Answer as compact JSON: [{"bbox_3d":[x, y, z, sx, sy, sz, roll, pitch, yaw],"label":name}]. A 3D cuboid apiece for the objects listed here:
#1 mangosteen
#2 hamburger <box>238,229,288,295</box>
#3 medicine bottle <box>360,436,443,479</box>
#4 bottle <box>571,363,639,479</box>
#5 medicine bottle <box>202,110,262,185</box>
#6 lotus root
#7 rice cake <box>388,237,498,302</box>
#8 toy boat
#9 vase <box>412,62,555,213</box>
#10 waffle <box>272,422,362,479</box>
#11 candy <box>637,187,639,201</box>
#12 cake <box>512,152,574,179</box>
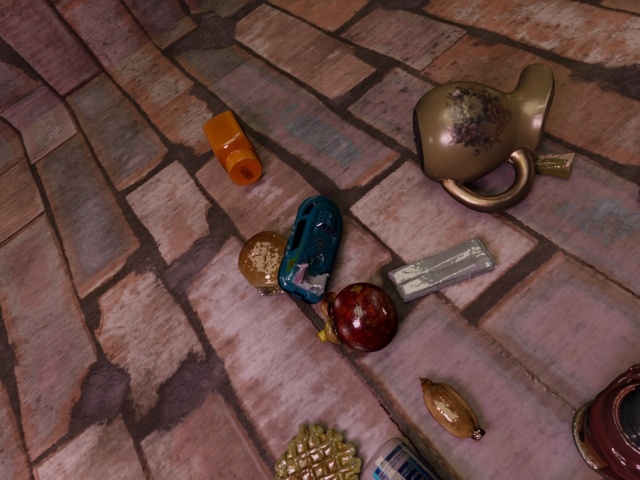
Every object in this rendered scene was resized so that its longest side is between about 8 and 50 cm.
[{"bbox_3d":[0.080,0.171,0.890,0.146,0.181,0.155,-7,65,-35],"label":"mangosteen"},{"bbox_3d":[-0.111,0.051,1.023,0.185,0.131,0.159,-22,57,1],"label":"hamburger"},{"bbox_3d":[0.166,0.438,0.688,0.107,0.107,0.191,-46,56,-11],"label":"medicine bottle"},{"bbox_3d":[0.463,0.266,0.587,0.143,0.271,0.156,-11,56,13],"label":"bottle"},{"bbox_3d":[-0.264,-0.277,1.275,0.112,0.149,0.222,-31,54,0],"label":"medicine bottle"},{"bbox_3d":[0.236,0.313,0.770,0.072,0.063,0.152,-11,41,-35],"label":"lotus root"},{"bbox_3d":[0.271,0.067,0.928,0.226,0.040,0.085,-21,55,6],"label":"rice cake"},{"bbox_3d":[0.000,0.000,0.985,0.092,0.134,0.298,-37,30,48],"label":"toy boat"},{"bbox_3d":[0.388,-0.222,0.972,0.303,0.241,0.329,-10,79,9],"label":"vase"},{"bbox_3d":[-0.011,0.454,0.787,0.169,0.036,0.183,10,62,27],"label":"waffle"},{"bbox_3d":[0.766,-0.165,0.839,0.185,0.137,0.195,14,67,27],"label":"candy"},{"bbox_3d":[0.540,-0.181,1.000,0.140,0.055,0.051,12,64,46],"label":"cake"}]
